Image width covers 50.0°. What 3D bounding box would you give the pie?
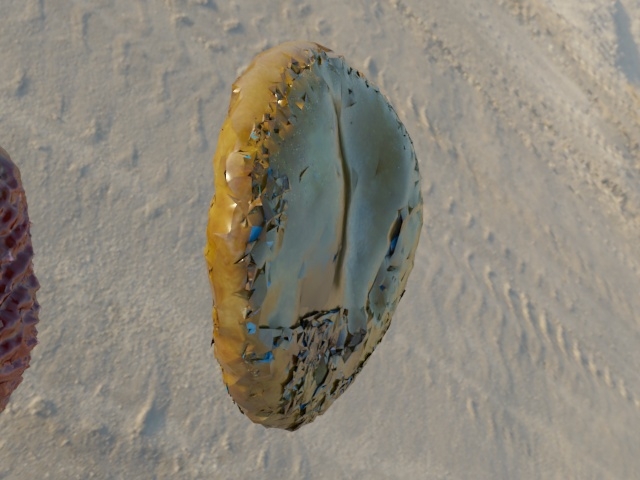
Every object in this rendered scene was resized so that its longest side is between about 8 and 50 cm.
[{"bbox_3d":[-0.001,0.000,0.450,0.273,0.069,0.274,-17,110,-60],"label":"pie"}]

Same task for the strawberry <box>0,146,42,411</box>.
[{"bbox_3d":[-0.405,0.053,0.672,0.267,0.351,0.312,29,9,-12],"label":"strawberry"}]
